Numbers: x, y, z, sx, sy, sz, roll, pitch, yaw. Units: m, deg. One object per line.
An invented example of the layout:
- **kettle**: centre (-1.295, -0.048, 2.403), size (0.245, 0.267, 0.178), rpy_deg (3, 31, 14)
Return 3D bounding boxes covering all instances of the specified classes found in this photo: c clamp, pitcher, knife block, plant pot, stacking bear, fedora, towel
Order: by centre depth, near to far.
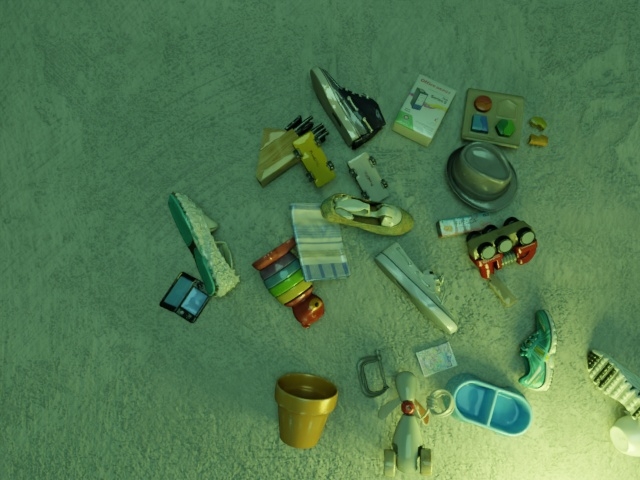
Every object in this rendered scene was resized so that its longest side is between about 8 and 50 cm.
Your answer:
- **pitcher**: centre (1.057, 0.604, 1.643), size (0.207, 0.125, 0.177), rpy_deg (-10, 60, -10)
- **plant pot**: centre (-0.057, 0.565, 1.645), size (0.205, 0.205, 0.187), rpy_deg (9, 97, 3)
- **c clamp**: centre (0.193, 0.454, 1.716), size (0.137, 0.022, 0.160), rpy_deg (-10, 73, 11)
- **stacking bear**: centre (-0.093, 0.159, 1.723), size (0.175, 0.164, 0.288), rpy_deg (-35, 92, -41)
- **towel**: centre (0.000, 0.000, 1.742), size (0.209, 0.034, 0.284), rpy_deg (-2, 75, -40)
- **fedora**: centre (0.583, -0.248, 1.766), size (0.244, 0.124, 0.275), rpy_deg (-36, 74, -11)
- **knife block**: centre (-0.098, -0.323, 1.833), size (0.242, 0.088, 0.275), rpy_deg (8, 81, 4)

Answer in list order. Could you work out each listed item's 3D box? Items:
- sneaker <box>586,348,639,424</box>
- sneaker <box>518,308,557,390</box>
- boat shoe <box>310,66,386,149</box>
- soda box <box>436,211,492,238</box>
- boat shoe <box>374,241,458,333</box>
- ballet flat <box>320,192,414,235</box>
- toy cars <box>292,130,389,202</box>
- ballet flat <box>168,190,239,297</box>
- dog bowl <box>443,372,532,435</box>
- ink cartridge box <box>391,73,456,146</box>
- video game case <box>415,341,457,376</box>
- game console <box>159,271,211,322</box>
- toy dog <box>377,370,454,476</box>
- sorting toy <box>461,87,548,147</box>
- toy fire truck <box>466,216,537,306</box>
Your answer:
- **sneaker**: centre (1.010, 0.478, 1.646), size (0.119, 0.110, 0.292), rpy_deg (-10, 48, -34)
- **sneaker**: centre (0.734, 0.367, 1.693), size (0.110, 0.107, 0.274), rpy_deg (8, 81, 13)
- **boat shoe**: centre (0.104, -0.513, 1.853), size (0.158, 0.127, 0.340), rpy_deg (-29, 89, -10)
- **soda box**: centre (0.511, -0.054, 1.787), size (0.183, 0.058, 0.062), rpy_deg (-9, 81, -1)
- **boat shoe**: centre (0.365, 0.145, 1.732), size (0.156, 0.136, 0.367), rpy_deg (-41, 72, -8)
- **ballet flat**: centre (0.176, -0.094, 1.738), size (0.349, 0.123, 0.123), rpy_deg (10, 81, -10)
- **toy cars**: centre (0.071, -0.257, 1.800), size (0.394, 0.087, 0.176), rpy_deg (18, 96, -12)
- **ballet flat**: centre (-0.410, 0.007, 1.783), size (0.147, 0.147, 0.408), rpy_deg (-25, 84, -2)
- **dog bowl**: centre (0.566, 0.555, 1.678), size (0.298, 0.074, 0.165), rpy_deg (18, 82, 5)
- **ink cartridge box**: centre (0.381, -0.479, 1.844), size (0.155, 0.093, 0.212), rpy_deg (28, 81, 6)
- **video game case**: centre (0.403, 0.412, 1.737), size (0.122, 0.011, 0.087), rpy_deg (-18, 80, -2)
- **game console**: centre (-0.468, 0.202, 1.759), size (0.124, 0.085, 0.144), rpy_deg (32, 83, 7)
- **toy dog**: centre (0.291, 0.623, 1.659), size (0.220, 0.161, 0.333), rpy_deg (21, 69, 13)
- **sorting toy**: centre (0.685, -0.448, 1.839), size (0.308, 0.041, 0.228), rpy_deg (10, 73, 3)
- **toy fire truck**: centre (0.645, 0.078, 1.734), size (0.217, 0.158, 0.246), rpy_deg (-21, 119, -1)
